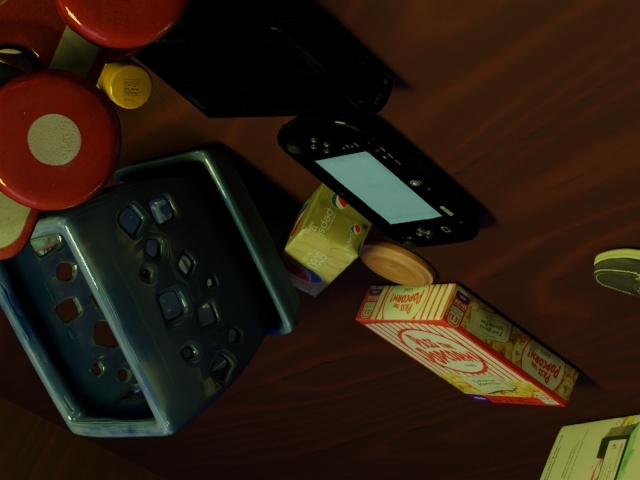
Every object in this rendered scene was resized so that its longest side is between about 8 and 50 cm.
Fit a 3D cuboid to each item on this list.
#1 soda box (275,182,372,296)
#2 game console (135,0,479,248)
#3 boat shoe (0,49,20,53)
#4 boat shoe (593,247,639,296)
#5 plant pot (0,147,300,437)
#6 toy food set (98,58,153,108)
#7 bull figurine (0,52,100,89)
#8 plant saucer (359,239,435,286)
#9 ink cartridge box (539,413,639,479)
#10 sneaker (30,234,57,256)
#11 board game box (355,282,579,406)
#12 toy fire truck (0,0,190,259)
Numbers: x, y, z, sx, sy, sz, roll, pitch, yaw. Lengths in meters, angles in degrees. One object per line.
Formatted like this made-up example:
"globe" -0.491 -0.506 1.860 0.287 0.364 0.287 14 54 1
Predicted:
"soda box" 0.000 0.000 1.774 0.061 0.058 0.181 27 162 -6
"game console" 0.013 -0.092 1.533 0.213 0.044 0.361 3 152 48
"boat shoe" -0.330 -0.236 1.359 0.285 0.103 0.092 29 172 -34
"boat shoe" 0.297 0.043 1.538 0.152 0.049 0.056 9 156 39
"plant pot" -0.170 0.043 1.779 0.236 0.212 0.236 -9 111 57
"toy food set" -0.266 -0.151 1.512 0.232 0.111 0.104 16 -171 -29
"bull figurine" -0.356 -0.163 1.651 0.310 0.101 0.188 9 153 4
"plant saucer" 0.076 0.025 1.819 0.083 0.013 0.083 21 161 8
"ink cartridge box" 0.391 0.284 1.971 0.201 0.117 0.278 29 161 -14
"sneaker" -0.410 -0.017 2.163 0.262 0.104 0.125 11 159 35
"board game box" 0.155 0.110 1.901 0.193 0.045 0.146 35 159 -28
"toy fire truck" -0.247 -0.155 1.297 0.254 0.302 0.169 24 177 -11
